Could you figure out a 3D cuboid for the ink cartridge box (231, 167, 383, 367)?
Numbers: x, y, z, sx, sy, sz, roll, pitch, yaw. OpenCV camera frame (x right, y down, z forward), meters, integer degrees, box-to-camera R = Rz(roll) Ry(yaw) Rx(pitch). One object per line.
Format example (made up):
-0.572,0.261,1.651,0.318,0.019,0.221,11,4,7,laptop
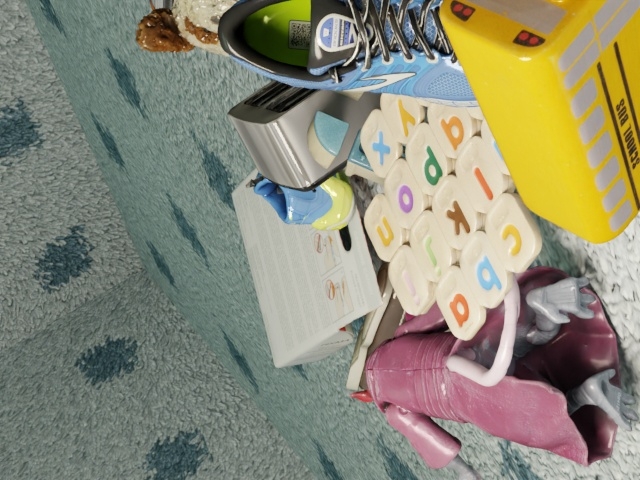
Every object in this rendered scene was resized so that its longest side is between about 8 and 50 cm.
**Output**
0.000,0.000,1.868,0.385,0.091,0.308,-37,64,59,ink cartridge box

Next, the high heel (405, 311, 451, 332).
0.133,0.095,1.717,0.117,0.082,0.244,46,158,9,high heel

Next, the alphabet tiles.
0.126,-0.056,1.240,0.278,0.021,0.284,66,145,30,alphabet tiles

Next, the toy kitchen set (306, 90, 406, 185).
0.106,-0.145,1.411,0.207,0.166,0.122,22,165,-5,toy kitchen set

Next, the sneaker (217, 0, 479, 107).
0.056,-0.177,1.102,0.330,0.147,0.130,1,100,25,sneaker

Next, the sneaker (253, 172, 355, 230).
-0.037,-0.124,1.684,0.091,0.126,0.240,-48,55,54,sneaker

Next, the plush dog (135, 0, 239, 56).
-0.131,-0.337,1.564,0.211,0.262,0.225,-86,-9,-53,plush dog

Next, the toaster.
-0.015,-0.145,1.555,0.110,0.185,0.168,60,166,-21,toaster

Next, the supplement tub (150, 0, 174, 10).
-0.203,-0.383,1.845,0.106,0.106,0.198,56,165,10,supplement tub

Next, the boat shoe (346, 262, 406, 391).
0.109,0.142,1.878,0.096,0.117,0.324,15,145,1,boat shoe

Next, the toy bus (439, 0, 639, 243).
0.185,-0.140,0.942,0.108,0.130,0.333,34,169,36,toy bus

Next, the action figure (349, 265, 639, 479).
0.153,0.163,1.381,0.370,0.275,0.248,-12,72,45,action figure
